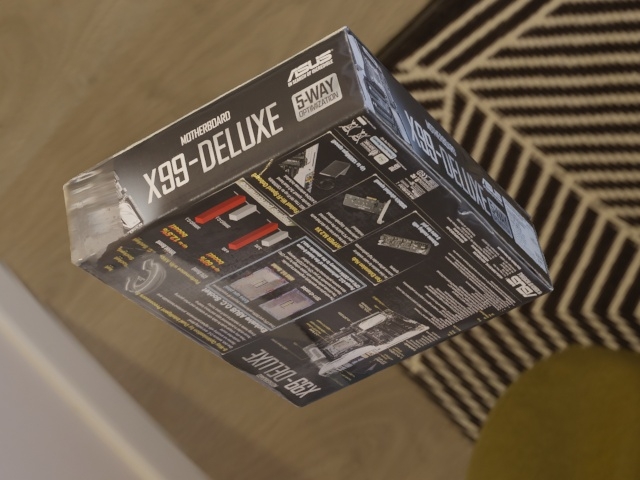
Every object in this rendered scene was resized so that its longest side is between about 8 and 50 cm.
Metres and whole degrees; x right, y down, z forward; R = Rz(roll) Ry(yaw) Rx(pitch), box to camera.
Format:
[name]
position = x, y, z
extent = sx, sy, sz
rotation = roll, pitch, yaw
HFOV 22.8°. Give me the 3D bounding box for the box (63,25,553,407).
[box]
position = 0.000, 0.000, 1.180
extent = 0.242, 0.076, 0.307
rotation = -27, 143, 20
